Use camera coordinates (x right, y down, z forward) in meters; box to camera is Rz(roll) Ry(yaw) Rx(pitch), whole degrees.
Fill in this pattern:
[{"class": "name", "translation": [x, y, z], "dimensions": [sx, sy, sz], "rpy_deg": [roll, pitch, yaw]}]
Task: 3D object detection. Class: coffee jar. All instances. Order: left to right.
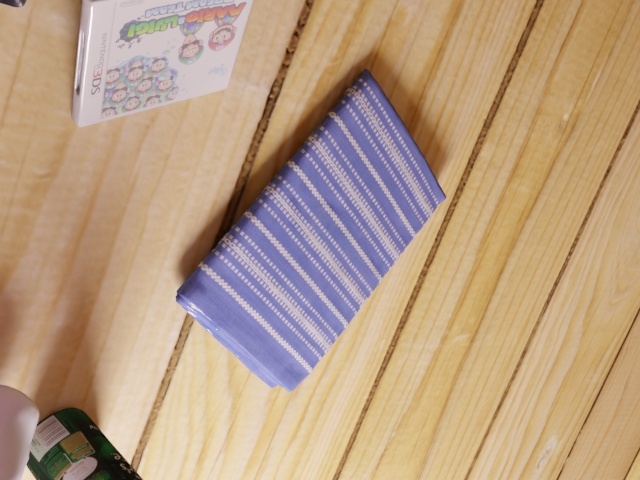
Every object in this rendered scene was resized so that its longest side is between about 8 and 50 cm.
[{"class": "coffee jar", "translation": [-0.212, 0.247, 0.805], "dimensions": [0.079, 0.184, 0.096], "rpy_deg": [-36, 134, -23]}]

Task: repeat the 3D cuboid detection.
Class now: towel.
[{"class": "towel", "translation": [0.000, 0.000, 0.981], "dimensions": [0.336, 0.040, 0.243], "rpy_deg": [-51, 135, -11]}]

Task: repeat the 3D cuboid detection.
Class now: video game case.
[{"class": "video game case", "translation": [-0.134, -0.168, 0.716], "dimensions": [0.157, 0.019, 0.143], "rpy_deg": [-23, 156, -32]}]

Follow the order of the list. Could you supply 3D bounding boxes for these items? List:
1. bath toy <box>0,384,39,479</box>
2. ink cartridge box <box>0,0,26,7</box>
[{"class": "bath toy", "translation": [-0.368, 0.143, 0.642], "dimensions": [0.151, 0.129, 0.348], "rpy_deg": [-35, 138, 11]}, {"class": "ink cartridge box", "translation": [-0.164, -0.322, 0.481], "dimensions": [0.165, 0.065, 0.333], "rpy_deg": [85, 20, -76]}]
